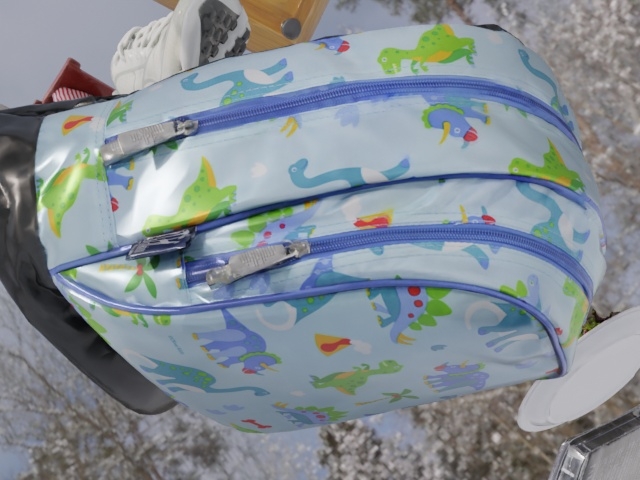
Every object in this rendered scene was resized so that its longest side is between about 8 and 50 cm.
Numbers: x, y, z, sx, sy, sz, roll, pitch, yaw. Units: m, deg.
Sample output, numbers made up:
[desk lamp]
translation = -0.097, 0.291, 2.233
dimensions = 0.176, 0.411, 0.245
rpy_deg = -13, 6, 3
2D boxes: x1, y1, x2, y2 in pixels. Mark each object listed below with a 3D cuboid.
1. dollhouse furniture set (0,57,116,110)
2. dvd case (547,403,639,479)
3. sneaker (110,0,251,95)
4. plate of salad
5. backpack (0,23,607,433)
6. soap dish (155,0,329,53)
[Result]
[dollhouse furniture set]
translation = -0.389, -0.149, 1.100
dimensions = 0.374, 0.201, 0.152
rpy_deg = 28, -67, -38
[dvd case]
translation = 0.147, 0.165, 0.497
dimensions = 0.221, 0.018, 0.164
rpy_deg = 1, -73, -55
[sneaker]
translation = -0.148, -0.166, 0.899
dimensions = 0.110, 0.118, 0.292
rpy_deg = -55, 3, -20
[plate of salad]
translation = 0.287, 0.133, 1.002
dimensions = 0.200, 0.048, 0.199
rpy_deg = -23, -37, -18
[backpack]
translation = 0.000, 0.000, 0.608
dimensions = 0.356, 0.273, 0.290
rpy_deg = -23, -36, 4
[soap dish]
translation = -0.104, -0.367, 1.101
dimensions = 0.291, 0.118, 0.229
rpy_deg = 25, -89, -15
